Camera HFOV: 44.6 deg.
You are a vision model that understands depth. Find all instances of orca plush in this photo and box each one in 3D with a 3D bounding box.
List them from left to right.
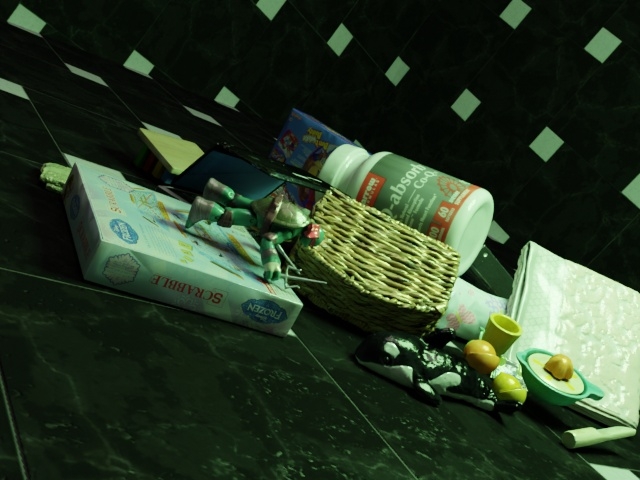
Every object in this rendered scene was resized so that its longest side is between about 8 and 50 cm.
[{"bbox_3d":[0.202,0.196,1.254,0.287,0.102,0.151,26,12,-4],"label":"orca plush"}]

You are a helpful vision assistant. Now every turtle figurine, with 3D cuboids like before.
[{"bbox_3d":[-0.083,-0.018,1.220,0.234,0.118,0.175,23,12,0],"label":"turtle figurine"}]

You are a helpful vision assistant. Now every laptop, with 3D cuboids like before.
[{"bbox_3d":[-0.118,-0.096,1.536,0.234,0.136,0.264,13,15,-47],"label":"laptop"}]

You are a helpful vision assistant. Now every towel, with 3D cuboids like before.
[{"bbox_3d":[-0.406,-0.092,1.337,0.148,0.027,0.110,22,14,-24],"label":"towel"},{"bbox_3d":[0.371,0.258,1.497,0.083,0.009,0.060,26,54,3],"label":"towel"},{"bbox_3d":[0.538,0.191,1.632,0.317,0.053,0.331,26,56,-5],"label":"towel"}]

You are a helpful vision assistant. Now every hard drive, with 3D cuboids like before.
[{"bbox_3d":[0.400,0.080,1.957,0.339,0.064,0.237,47,-3,-25],"label":"hard drive"}]

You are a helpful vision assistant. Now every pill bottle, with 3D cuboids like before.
[{"bbox_3d":[0.181,-0.075,1.749,0.363,0.210,0.210,25,10,26],"label":"pill bottle"}]

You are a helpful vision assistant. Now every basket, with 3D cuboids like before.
[{"bbox_3d":[0.076,0.090,1.458,0.299,0.223,0.213,27,45,-3],"label":"basket"}]

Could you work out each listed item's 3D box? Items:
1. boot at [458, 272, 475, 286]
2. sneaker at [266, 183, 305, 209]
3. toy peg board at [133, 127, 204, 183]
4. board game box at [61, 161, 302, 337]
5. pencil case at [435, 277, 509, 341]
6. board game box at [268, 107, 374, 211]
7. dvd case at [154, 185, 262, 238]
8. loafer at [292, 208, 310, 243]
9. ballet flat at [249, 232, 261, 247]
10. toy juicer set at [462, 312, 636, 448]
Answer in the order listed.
[{"bbox_3d":[0.304,0.092,1.951,0.069,0.086,0.190,14,18,-47],"label":"boot"},{"bbox_3d":[-0.107,-0.114,1.885,0.225,0.092,0.088,34,10,-21],"label":"sneaker"},{"bbox_3d":[-0.314,-0.156,1.707,0.161,0.079,0.160,10,30,-50],"label":"toy peg board"},{"bbox_3d":[-0.223,0.010,1.206,0.318,0.065,0.318,21,14,-30],"label":"board game box"},{"bbox_3d":[0.329,0.154,1.659,0.273,0.124,0.113,21,13,-25],"label":"pencil case"},{"bbox_3d":[-0.009,-0.178,2.059,0.078,0.233,0.347,17,16,-43],"label":"board game box"},{"bbox_3d":[-0.207,-0.056,1.611,0.179,0.029,0.239,31,12,21],"label":"dvd case"},{"bbox_3d":[0.000,0.000,1.682,0.087,0.094,0.251,46,12,19],"label":"loafer"},{"bbox_3d":[-0.157,0.004,1.452,0.173,0.049,0.057,34,18,0],"label":"ballet flat"},{"bbox_3d":[0.404,0.254,1.392,0.329,0.089,0.209,37,28,25],"label":"toy juicer set"}]
